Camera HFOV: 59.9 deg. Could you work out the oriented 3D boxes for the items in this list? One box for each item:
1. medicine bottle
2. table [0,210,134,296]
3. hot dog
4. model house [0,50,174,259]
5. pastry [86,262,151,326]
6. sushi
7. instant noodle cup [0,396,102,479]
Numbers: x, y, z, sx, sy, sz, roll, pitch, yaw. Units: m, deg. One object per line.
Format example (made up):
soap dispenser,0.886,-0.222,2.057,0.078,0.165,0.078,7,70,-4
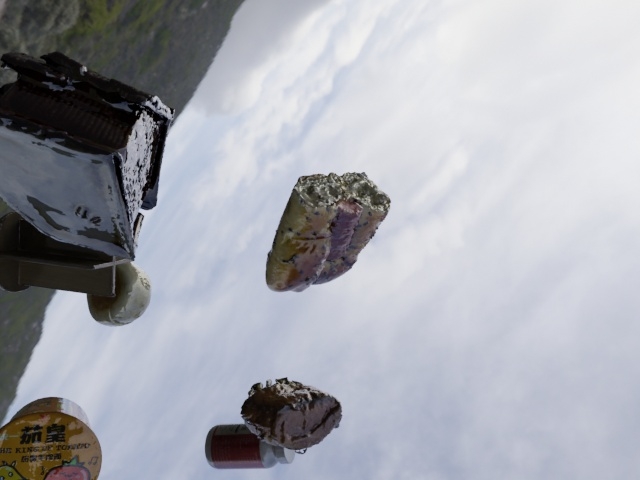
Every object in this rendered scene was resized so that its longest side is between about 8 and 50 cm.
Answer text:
medicine bottle,-0.206,0.605,1.641,0.250,0.131,0.131,-8,-137,15
table,-0.504,0.033,1.099,0.226,0.167,0.167,6,-129,13
hot dog,0.000,0.000,1.609,0.196,0.367,0.365,52,-52,26
model house,-0.417,-0.177,0.945,0.297,0.317,0.283,125,-24,-46
pastry,-0.458,0.117,1.261,0.156,0.092,0.157,-5,-105,19
sushi,-0.072,0.444,1.430,0.179,0.296,0.167,-12,-96,56
instant noodle cup,-0.560,0.425,1.131,0.216,0.215,0.172,-55,-160,-10
